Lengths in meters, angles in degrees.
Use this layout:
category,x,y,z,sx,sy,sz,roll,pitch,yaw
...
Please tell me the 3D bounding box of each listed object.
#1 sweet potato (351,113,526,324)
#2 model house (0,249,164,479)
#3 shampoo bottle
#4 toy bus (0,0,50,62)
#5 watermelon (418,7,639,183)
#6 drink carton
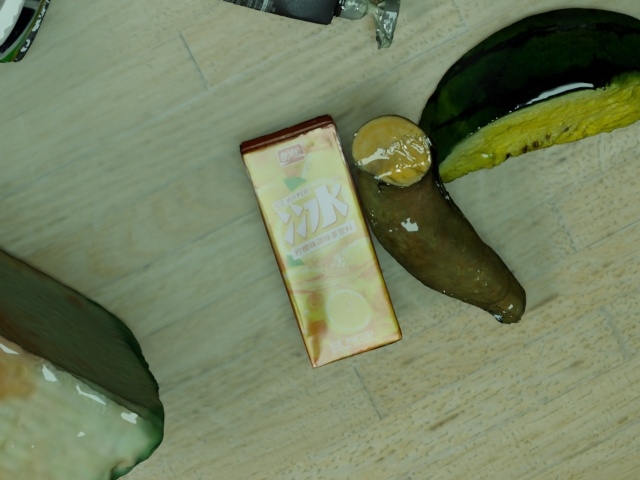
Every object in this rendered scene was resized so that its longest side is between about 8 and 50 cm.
category,x,y,z,sx,sy,sz,roll,pitch,yaw
sweet potato,0.107,-0.010,1.889,0.085,0.112,0.286,-54,129,-26
model house,-0.323,0.177,1.806,0.245,0.312,0.280,30,99,-22
shampoo bottle,-0.026,-0.234,1.875,0.208,0.057,0.063,14,99,-8
toy bus,-0.385,-0.269,1.771,0.305,0.179,0.143,22,98,-10
watermelon,0.226,-0.142,1.915,0.301,0.123,0.129,-17,136,-2
drink carton,0.000,0.000,1.919,0.096,0.071,0.223,-18,103,0
